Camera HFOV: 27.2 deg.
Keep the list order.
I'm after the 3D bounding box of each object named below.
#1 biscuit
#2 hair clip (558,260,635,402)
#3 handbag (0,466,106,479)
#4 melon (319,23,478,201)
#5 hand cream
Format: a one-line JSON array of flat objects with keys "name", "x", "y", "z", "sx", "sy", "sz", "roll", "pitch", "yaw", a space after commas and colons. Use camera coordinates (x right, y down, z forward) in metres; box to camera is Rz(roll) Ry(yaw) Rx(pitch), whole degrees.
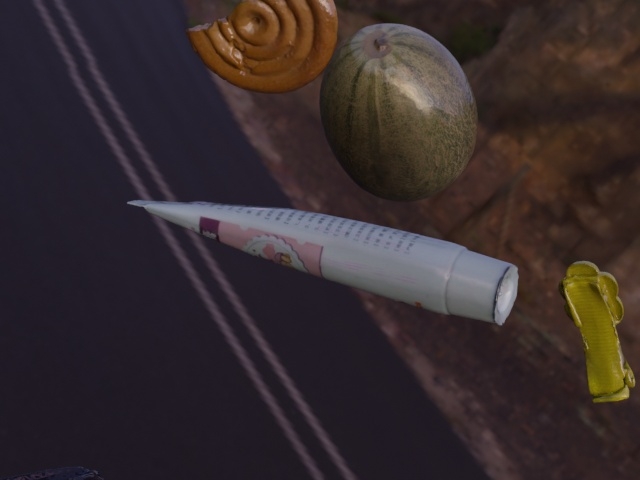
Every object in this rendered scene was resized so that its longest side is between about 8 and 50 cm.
[{"name": "biscuit", "x": -0.070, "y": -0.261, "z": 1.775, "sx": 0.144, "sy": 0.224, "sz": 0.033, "roll": 63, "pitch": 33, "yaw": -24}, {"name": "hair clip", "x": 0.326, "y": 0.102, "z": 1.542, "sx": 0.046, "sy": 0.072, "sz": 0.173, "roll": -41, "pitch": 115, "yaw": -57}, {"name": "handbag", "x": -0.306, "y": 0.367, "z": 1.148, "sx": 0.329, "sy": 0.303, "sz": 0.122, "roll": -3, "pitch": 6, "yaw": -30}, {"name": "melon", "x": 0.125, "y": -0.204, "z": 2.116, "sx": 0.248, "sy": 0.249, "sz": 0.329, "roll": 47, "pitch": -10, "yaw": 35}, {"name": "hand cream", "x": 0.000, "y": 0.000, "z": 1.085, "sx": 0.331, "sy": 0.058, "sz": 0.085, "roll": 17, "pitch": 11, "yaw": 24}]
